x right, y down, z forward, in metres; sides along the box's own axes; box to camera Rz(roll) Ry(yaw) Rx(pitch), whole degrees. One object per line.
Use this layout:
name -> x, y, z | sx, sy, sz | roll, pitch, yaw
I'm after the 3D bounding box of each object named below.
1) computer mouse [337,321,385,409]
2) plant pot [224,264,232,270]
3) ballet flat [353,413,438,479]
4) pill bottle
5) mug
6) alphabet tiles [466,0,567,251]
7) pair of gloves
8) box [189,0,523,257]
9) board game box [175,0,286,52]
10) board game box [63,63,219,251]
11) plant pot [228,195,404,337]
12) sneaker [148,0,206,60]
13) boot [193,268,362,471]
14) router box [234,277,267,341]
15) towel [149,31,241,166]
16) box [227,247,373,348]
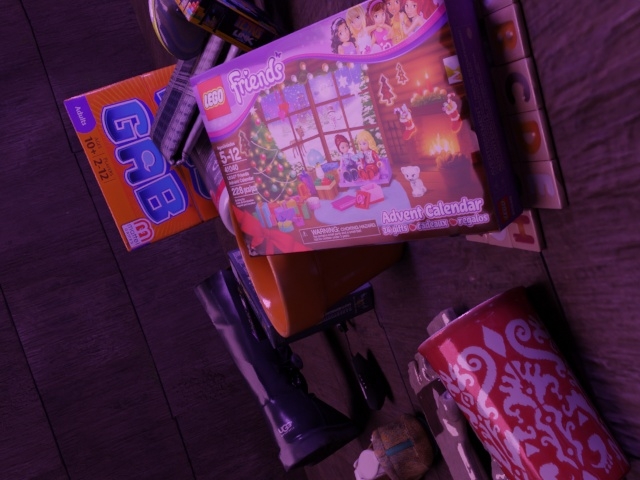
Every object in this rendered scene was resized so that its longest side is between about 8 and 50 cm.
computer mouse -> 0.071, 0.207, 1.146 | 0.071, 0.041, 0.242 | 62, -175, -60
plant pot -> -0.165, 0.148, 1.625 | 0.230, 0.215, 0.215 | 131, 119, -89
ballet flat -> 0.116, 0.397, 1.068 | 0.348, 0.123, 0.123 | 95, 151, -59
pill bottle -> -0.157, -0.163, 1.180 | 0.176, 0.176, 0.318 | 86, 158, -47
mug -> 0.187, 0.141, 0.543 | 0.150, 0.113, 0.169 | 9, -133, -60
alphabet tiles -> 0.135, -0.107, 0.541 | 0.198, 0.009, 0.237 | -164, 56, -72
pair of gloves -> 0.179, 0.209, 0.740 | 0.240, 0.042, 0.204 | 98, 152, -57
box -> 0.018, -0.094, 0.558 | 0.293, 0.057, 0.201 | -7, 105, 41
board game box -> -0.137, -0.343, 0.916 | 0.048, 0.170, 0.141 | -51, 48, 22
board game box -> -0.377, -0.204, 1.515 | 0.357, 0.356, 0.356 | 68, 166, -6
plant pot -> 0.000, 0.000, 0.810 | 0.205, 0.187, 0.205 | 159, 90, -75
sneaker -> -0.212, -0.449, 1.013 | 0.121, 0.111, 0.300 | 44, 131, 43
boot -> -0.094, 0.292, 1.405 | 0.445, 0.146, 0.367 | 55, -178, 22
router box -> -0.067, 0.106, 1.204 | 0.046, 0.178, 0.133 | 35, 142, 62
towel -> -0.242, -0.317, 1.183 | 0.324, 0.056, 0.312 | -65, 27, 7
box -> -0.041, 0.068, 1.055 | 0.233, 0.183, 0.059 | 50, 157, 49
